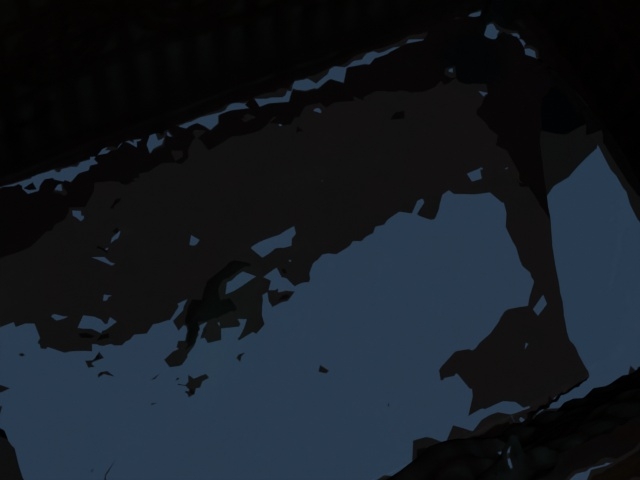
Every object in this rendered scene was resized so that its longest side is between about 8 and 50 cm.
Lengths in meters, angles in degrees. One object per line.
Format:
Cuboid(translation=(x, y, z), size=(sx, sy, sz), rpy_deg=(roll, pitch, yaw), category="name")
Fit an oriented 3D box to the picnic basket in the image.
Cuboid(translation=(0.000, 0.000, 0.570), size=(0.297, 0.129, 0.222), rpy_deg=(-22, 74, -13), category="picnic basket")
